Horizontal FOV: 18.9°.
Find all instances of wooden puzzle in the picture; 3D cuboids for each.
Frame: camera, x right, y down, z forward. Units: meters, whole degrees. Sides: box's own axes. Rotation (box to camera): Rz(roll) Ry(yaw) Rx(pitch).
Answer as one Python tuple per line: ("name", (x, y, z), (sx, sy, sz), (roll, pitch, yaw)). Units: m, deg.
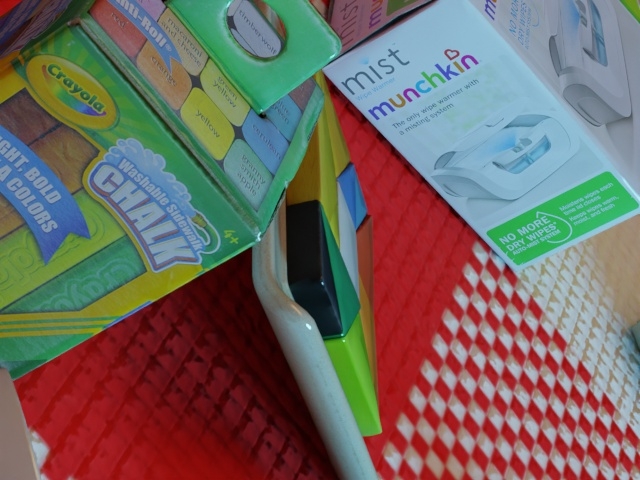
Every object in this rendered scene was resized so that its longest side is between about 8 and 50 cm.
("wooden puzzle", (0.000, 0.000, 1.055), (0.221, 0.044, 0.239), (69, 11, -53))

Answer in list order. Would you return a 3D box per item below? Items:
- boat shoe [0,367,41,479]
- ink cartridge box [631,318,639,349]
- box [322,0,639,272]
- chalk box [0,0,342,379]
("boat shoe", (-0.129, 0.201, 0.739), (0.114, 0.091, 0.302), (101, -27, -65))
("ink cartridge box", (0.354, 0.130, 1.466), (0.154, 0.093, 0.212), (-11, 70, -28))
("box", (0.125, -0.154, 1.391), (0.231, 0.127, 0.262), (45, 34, -27))
("chalk box", (-0.091, -0.056, 0.888), (0.132, 0.213, 0.132), (49, 32, -18))
